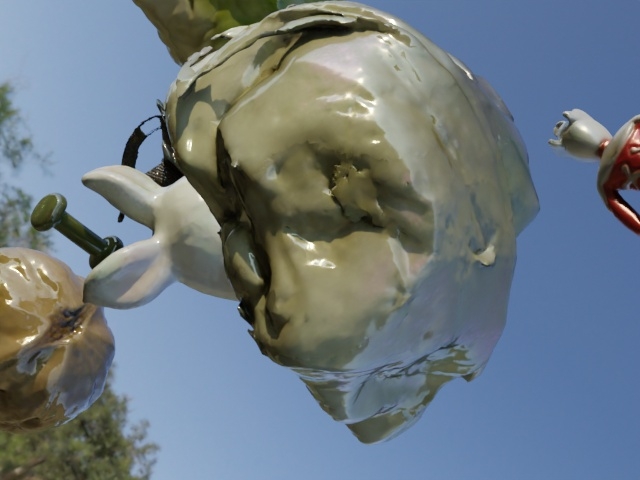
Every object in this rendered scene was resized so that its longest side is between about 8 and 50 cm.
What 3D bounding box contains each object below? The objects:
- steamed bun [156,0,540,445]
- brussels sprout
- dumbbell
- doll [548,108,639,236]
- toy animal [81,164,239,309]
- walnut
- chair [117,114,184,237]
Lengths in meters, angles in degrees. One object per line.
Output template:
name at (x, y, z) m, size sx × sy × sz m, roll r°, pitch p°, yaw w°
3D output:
steamed bun at (0.042, -0.029, 0.589) m, size 0.268 × 0.207 × 0.280 m, roll 66°, pitch 5°, yaw 33°
brussels sprout at (-0.106, -0.347, 1.234) m, size 0.242 × 0.316 × 0.274 m, roll -49°, pitch -121°, yaw 51°
dumbbell at (-0.293, -0.008, 1.029) m, size 0.046 × 0.052 × 0.118 m, roll 7°, pitch -27°, yaw 44°
doll at (0.492, -0.104, 1.267) m, size 0.384 × 0.099 × 0.188 m, roll 38°, pitch -74°, yaw 43°
toy animal at (-0.110, 0.004, 1.068) m, size 0.241 × 0.367 × 0.196 m, roll -38°, pitch -127°, yaw 42°
walnut at (-0.578, 0.198, 1.614) m, size 0.383 × 0.383 × 0.384 m, roll 40°, pitch -38°, yaw 41°
chair at (-0.266, -0.101, 1.464) m, size 0.174 × 0.149 × 0.213 m, roll 40°, pitch -29°, yaw 23°
